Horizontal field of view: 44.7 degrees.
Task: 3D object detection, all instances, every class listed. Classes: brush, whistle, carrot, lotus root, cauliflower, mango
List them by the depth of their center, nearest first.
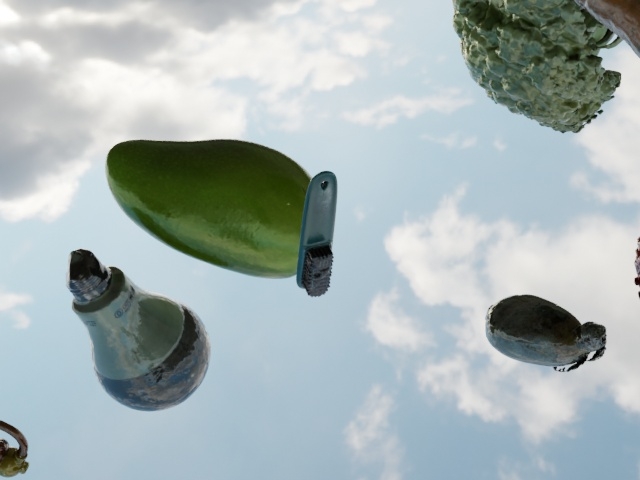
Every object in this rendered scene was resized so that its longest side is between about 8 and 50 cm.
[{"bbox_3d":[0.210,-0.195,0.575,0.060,0.060,0.186,-14,-122,-19],"label":"carrot"},{"bbox_3d":[-0.288,0.158,0.636,0.109,0.057,0.046,22,-174,-15],"label":"whistle"},{"bbox_3d":[0.278,-0.284,0.886,0.260,0.281,0.327,45,-176,4],"label":"cauliflower"},{"bbox_3d":[0.000,0.000,0.889,0.043,0.193,0.032,-13,-129,-18],"label":"brush"},{"bbox_3d":[0.265,0.112,0.924,0.088,0.088,0.165,-28,-155,-36],"label":"lotus root"},{"bbox_3d":[-0.146,-0.060,1.139,0.343,0.192,0.156,19,-177,-16],"label":"mango"}]

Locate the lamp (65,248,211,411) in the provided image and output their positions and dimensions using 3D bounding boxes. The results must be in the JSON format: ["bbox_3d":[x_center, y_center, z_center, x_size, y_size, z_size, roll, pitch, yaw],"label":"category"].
[{"bbox_3d":[-0.285,0.148,1.159,0.182,0.314,0.181,-9,-116,18],"label":"lamp"}]

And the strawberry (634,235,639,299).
[{"bbox_3d":[0.473,0.032,1.062,0.085,0.192,0.140,3,-151,10],"label":"strawberry"}]
